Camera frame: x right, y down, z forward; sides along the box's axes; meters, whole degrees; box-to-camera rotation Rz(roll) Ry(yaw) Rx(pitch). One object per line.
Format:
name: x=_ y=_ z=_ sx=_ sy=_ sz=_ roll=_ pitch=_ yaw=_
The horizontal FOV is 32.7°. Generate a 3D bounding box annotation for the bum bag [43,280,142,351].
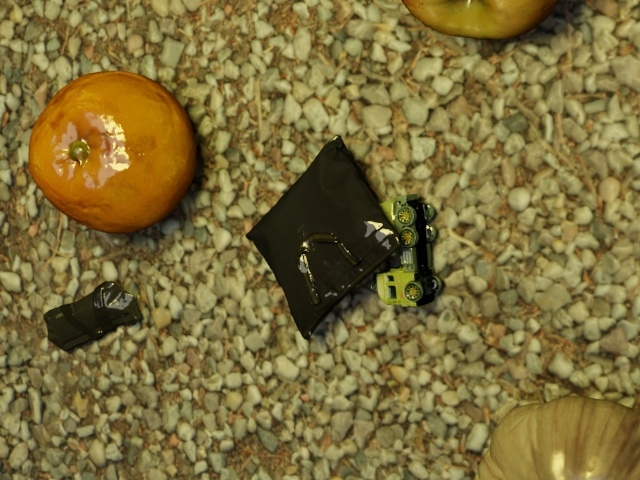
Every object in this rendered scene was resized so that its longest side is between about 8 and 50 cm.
bum bag: x=-0.397 y=0.130 z=1.892 sx=0.197 sy=0.049 sz=0.087 roll=-25 pitch=111 yaw=23

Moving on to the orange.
orange: x=-0.323 y=-0.139 z=1.724 sx=0.261 sy=0.261 sz=0.261 roll=3 pitch=98 yaw=22

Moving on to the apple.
apple: x=0.219 y=-0.377 z=1.485 sx=0.234 sy=0.210 sz=0.173 roll=18 pitch=68 yaw=9

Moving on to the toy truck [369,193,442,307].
toy truck: x=0.119 y=0.016 z=1.642 sx=0.100 sy=0.077 sz=0.169 roll=-2 pitch=97 yaw=33

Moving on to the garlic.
garlic: x=0.354 y=0.352 z=1.490 sx=0.317 sy=0.259 sz=0.318 roll=5 pitch=104 yaw=22

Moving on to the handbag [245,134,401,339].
handbag: x=0.000 y=0.000 z=1.661 sx=0.254 sy=0.088 sz=0.211 roll=-46 pitch=63 yaw=33
